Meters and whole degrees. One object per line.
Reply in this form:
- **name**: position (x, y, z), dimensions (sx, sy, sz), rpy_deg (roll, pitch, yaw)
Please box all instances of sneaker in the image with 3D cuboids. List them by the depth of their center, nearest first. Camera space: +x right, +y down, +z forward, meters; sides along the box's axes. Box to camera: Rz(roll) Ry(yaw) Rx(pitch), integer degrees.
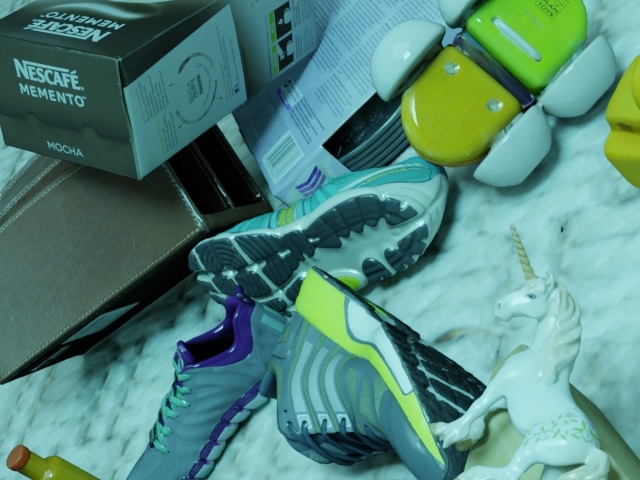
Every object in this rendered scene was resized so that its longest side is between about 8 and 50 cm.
- **sneaker**: position (0.037, 0.121, 0.832), dimensions (0.121, 0.111, 0.300), rpy_deg (-58, 21, 3)
- **sneaker**: position (-0.116, 0.136, 1.003), dimensions (0.223, 0.098, 0.083), rpy_deg (-48, 31, 3)
- **sneaker**: position (0.000, 0.000, 1.027), dimensions (0.275, 0.107, 0.110), rpy_deg (-18, 24, 34)

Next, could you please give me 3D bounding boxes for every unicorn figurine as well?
- **unicorn figurine**: position (0.114, 0.090, 0.641), dimensions (0.111, 0.060, 0.162), rpy_deg (-40, 49, 14)

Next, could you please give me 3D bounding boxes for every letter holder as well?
- **letter holder**: position (-0.243, -0.028, 1.183), dimensions (0.302, 0.214, 0.152), rpy_deg (-35, -6, 23)

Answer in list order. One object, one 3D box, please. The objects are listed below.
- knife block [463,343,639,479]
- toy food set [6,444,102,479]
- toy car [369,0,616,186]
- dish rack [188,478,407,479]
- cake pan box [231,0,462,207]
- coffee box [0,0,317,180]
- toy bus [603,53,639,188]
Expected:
- **knife block**: position (0.177, 0.185, 0.593), dimensions (0.242, 0.088, 0.275), rpy_deg (-12, 48, 45)
- **toy food set**: position (-0.285, 0.309, 1.031), dimensions (0.232, 0.104, 0.111), rpy_deg (-54, 32, -6)
- **toy car**: position (0.140, -0.136, 0.946), dimensions (0.182, 0.159, 0.136), rpy_deg (-48, -6, 0)
- **dish rack**: position (-0.109, 0.255, 0.793), dimensions (0.333, 0.072, 0.285), rpy_deg (-14, 7, 45)
- **cake pan box**: position (0.027, -0.168, 1.170), dimensions (0.246, 0.070, 0.267), rpy_deg (-46, 31, 10)
- **coffee box**: position (-0.151, -0.189, 1.082), dimensions (0.168, 0.119, 0.297), rpy_deg (15, 39, 27)
- **toy bus**: position (0.305, -0.087, 0.671), dimensions (0.333, 0.130, 0.108), rpy_deg (12, 67, 55)
